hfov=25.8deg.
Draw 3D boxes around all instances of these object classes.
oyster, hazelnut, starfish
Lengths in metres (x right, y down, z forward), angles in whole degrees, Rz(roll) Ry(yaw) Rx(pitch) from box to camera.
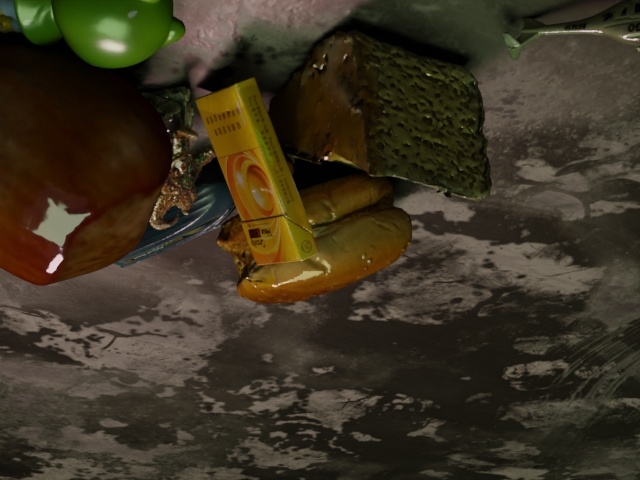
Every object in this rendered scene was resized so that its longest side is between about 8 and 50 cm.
[{"bbox_3d":[-0.252,-0.174,2.124,0.177,0.064,0.125,-7,138,30],"label":"oyster"},{"bbox_3d":[-0.385,-0.113,1.965,0.366,0.366,0.366,-1,151,0],"label":"hazelnut"},{"bbox_3d":[-0.215,-0.092,2.111,0.150,0.053,0.209,-44,162,-13],"label":"starfish"}]

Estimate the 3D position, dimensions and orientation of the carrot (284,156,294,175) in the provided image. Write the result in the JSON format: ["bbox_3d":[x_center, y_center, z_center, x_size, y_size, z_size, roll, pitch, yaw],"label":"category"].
[{"bbox_3d":[-0.074,-0.111,2.129,0.061,0.061,0.209,7,-178,-14],"label":"carrot"}]

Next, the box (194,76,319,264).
[{"bbox_3d":[-0.093,-0.097,2.039,0.043,0.269,0.152,-25,-171,-26],"label":"box"}]

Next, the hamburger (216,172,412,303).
[{"bbox_3d":[0.000,0.000,2.264,0.314,0.170,0.290,-18,179,-18],"label":"hamburger"}]

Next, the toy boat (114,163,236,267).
[{"bbox_3d":[-0.238,-0.049,2.291,0.296,0.114,0.122,-21,165,30],"label":"toy boat"}]

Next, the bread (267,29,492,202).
[{"bbox_3d":[0.065,-0.121,2.028,0.248,0.279,0.315,9,143,-27],"label":"bread"}]

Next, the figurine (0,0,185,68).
[{"bbox_3d":[-0.310,-0.301,1.820,0.263,0.143,0.162,2,147,17],"label":"figurine"}]

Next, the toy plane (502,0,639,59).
[{"bbox_3d":[0.394,-0.293,1.889,0.286,0.108,0.092,0,155,24],"label":"toy plane"}]
